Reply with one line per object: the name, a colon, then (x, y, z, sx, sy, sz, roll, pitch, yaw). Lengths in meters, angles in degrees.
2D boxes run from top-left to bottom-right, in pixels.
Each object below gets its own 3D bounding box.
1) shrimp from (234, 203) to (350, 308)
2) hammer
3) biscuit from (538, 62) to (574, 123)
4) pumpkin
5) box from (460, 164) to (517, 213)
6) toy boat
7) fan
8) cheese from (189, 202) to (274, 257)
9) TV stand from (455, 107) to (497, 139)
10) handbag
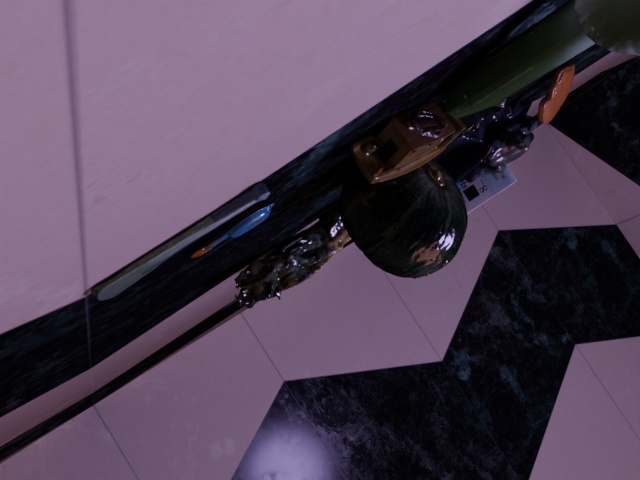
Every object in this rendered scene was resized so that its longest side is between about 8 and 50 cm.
shrimp: (0.000, 0.000, 1.195, 0.445, 0.085, 0.272, -33, 172, -48)
hammer: (0.241, -0.194, 0.636, 0.206, 0.119, 0.335, -28, 180, -38)
biscuit: (0.488, -0.302, 1.345, 0.131, 0.019, 0.102, -60, 150, -1)
pumpkin: (0.111, -0.037, 0.869, 0.190, 0.190, 0.146, -29, 168, -43)
box: (0.344, -0.145, 1.591, 0.242, 0.155, 0.067, -30, 174, -25)
toy boat: (0.111, -0.121, 0.772, 0.200, 0.057, 0.077, -28, 168, -45)
fan: (-0.131, 0.002, 0.620, 0.193, 0.016, 0.038, -33, 174, 1)
cheese: (-0.097, -0.011, 0.730, 0.111, 0.017, 0.047, -34, 173, 6)
TV stand: (0.213, -0.179, 0.992, 0.042, 0.036, 0.249, -38, 174, 36)
handbag: (0.332, -0.182, 1.377, 0.325, 0.118, 0.269, -32, 176, -43)
